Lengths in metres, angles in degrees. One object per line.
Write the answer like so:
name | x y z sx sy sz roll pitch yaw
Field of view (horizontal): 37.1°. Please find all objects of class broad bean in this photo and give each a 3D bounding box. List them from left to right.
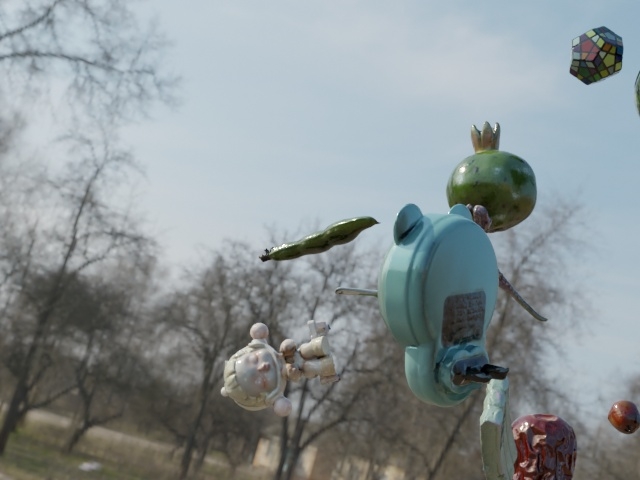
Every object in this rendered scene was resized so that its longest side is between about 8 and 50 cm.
broad bean | 0.001 0.000 1.956 0.297 0.043 0.060 -20 -33 34

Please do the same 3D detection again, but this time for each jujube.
jujube | 0.482 0.495 2.097 0.155 0.230 0.155 9 -21 4

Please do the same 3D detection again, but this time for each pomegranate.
pomegranate | 0.341 -0.127 1.922 0.187 0.225 0.187 -3 -16 -1

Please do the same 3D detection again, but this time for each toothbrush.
toothbrush | 0.156 0.140 2.385 0.304 0.030 0.030 8 -6 -38

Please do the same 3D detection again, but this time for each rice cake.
rice cake | 0.304 0.340 1.631 0.043 0.127 0.237 1 -48 19

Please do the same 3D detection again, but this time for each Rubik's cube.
Rubik's cube | 0.612 -0.410 2.118 0.133 0.112 0.133 -24 -3 -1

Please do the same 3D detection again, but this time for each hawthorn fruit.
hawthorn fruit | 0.686 0.398 2.144 0.077 0.077 0.077 15 -13 4

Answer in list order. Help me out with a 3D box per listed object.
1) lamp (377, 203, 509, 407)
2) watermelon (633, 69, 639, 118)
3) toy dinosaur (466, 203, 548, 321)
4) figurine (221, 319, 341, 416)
lamp | 0.171 0.092 1.355 0.209 0.284 0.147 -3 -13 -45
watermelon | 0.659 -0.297 1.779 0.127 0.232 0.204 37 -45 4
toy dinosaur | 0.307 0.041 1.812 0.072 0.251 0.200 -24 13 -24
figurine | -0.094 0.257 1.947 0.257 0.181 0.144 -15 6 6
